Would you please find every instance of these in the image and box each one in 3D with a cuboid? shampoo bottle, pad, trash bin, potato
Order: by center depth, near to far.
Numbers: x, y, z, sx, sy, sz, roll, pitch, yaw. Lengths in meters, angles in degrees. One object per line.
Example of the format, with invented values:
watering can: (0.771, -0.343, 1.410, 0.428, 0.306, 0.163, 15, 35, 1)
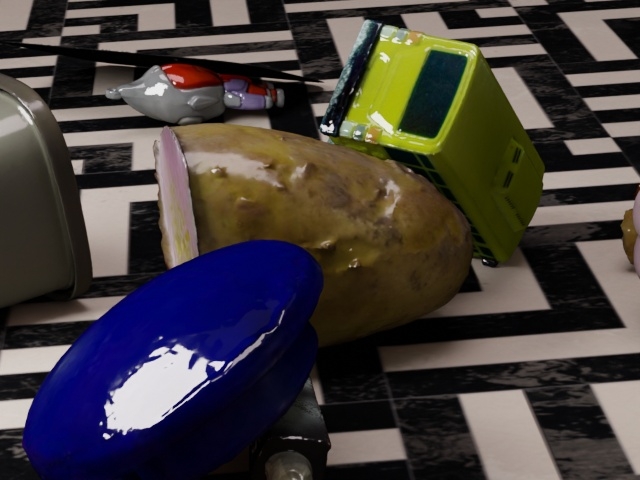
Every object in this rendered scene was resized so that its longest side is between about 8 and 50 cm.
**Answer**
shampoo bottle: (-0.022, 0.156, 1.460, 0.063, 0.057, 0.208, 6, 21, -7)
potato: (0.000, 0.000, 1.689, 0.266, 0.229, 0.229, -3, 20, -14)
trash bin: (-0.378, -0.016, 1.781, 0.250, 0.220, 0.219, -23, 27, -28)
pad: (-0.211, -0.256, 2.447, 0.375, 0.063, 0.315, 7, 2, 26)

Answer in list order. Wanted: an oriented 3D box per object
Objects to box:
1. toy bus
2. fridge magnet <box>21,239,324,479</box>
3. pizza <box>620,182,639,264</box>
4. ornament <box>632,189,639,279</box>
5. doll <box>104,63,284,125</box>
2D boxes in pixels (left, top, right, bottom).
toy bus: (0.114, -0.083, 1.815, 0.150, 0.128, 0.262, 14, -18, 28)
fridge magnet: (-0.107, 0.096, 1.465, 0.265, 0.113, 0.265, -31, 21, 13)
pizza: (0.403, -0.072, 1.905, 0.289, 0.081, 0.229, -23, 19, -6)
ornament: (0.358, -0.006, 1.686, 0.177, 0.177, 0.177, -3, 20, 1)
doll: (-0.155, -0.180, 2.362, 0.227, 0.075, 0.102, -4, 18, -28)
